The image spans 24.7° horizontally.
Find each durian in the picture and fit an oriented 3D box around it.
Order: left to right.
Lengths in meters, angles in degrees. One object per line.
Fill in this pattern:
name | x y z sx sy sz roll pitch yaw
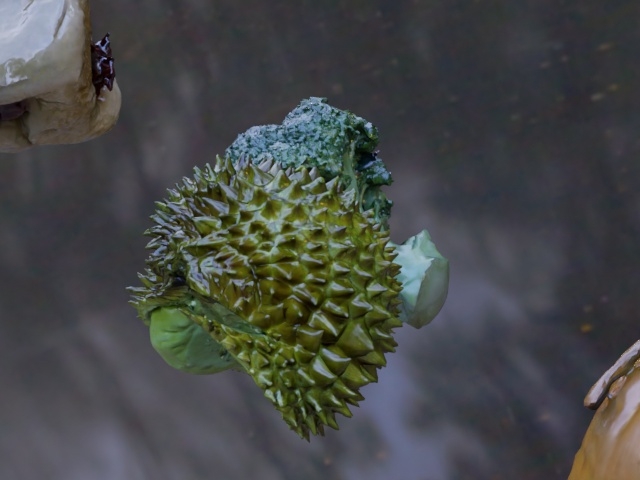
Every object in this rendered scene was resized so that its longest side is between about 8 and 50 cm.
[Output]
durian | -0.036 0.032 1.057 0.176 0.200 0.237 -64 10 -4

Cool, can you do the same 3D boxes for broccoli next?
broccoli | 0.000 0.000 1.461 0.270 0.270 0.270 28 46 26

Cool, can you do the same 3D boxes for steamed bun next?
steamed bun | -0.216 -0.124 1.051 0.172 0.155 0.140 -10 64 20

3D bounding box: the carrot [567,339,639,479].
carrot | 0.254 0.139 0.515 0.224 0.224 0.341 -28 13 -17
